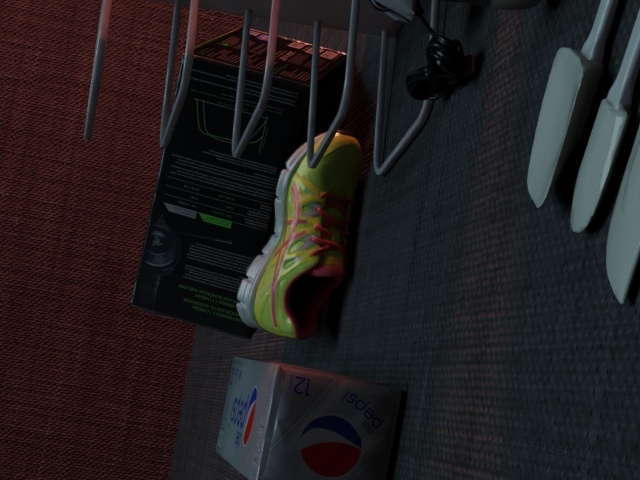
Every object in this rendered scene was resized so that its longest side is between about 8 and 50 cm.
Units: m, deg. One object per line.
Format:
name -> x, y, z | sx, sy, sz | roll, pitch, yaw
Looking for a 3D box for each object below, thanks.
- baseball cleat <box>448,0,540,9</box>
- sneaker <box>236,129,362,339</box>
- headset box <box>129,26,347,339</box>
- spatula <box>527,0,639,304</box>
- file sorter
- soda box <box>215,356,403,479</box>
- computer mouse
baseball cleat -> 0.107, -0.216, 0.802 | 0.072, 0.109, 0.206 | -108, 24, -50
sneaker -> 0.000, 0.000, 1.358 | 0.094, 0.081, 0.209 | 30, 103, 49
headset box -> -0.079, -0.058, 1.506 | 0.246, 0.131, 0.283 | -54, -22, -72
spatula -> 0.152, -0.111, 0.692 | 0.168, 0.019, 0.242 | -101, 24, -69
file sorter -> -0.050, -0.168, 1.208 | 0.193, 0.277, 0.173 | 127, 148, -70
soda box -> -0.016, 0.148, 1.168 | 0.286, 0.098, 0.091 | 163, 119, -79
computer mouse -> 0.039, -0.185, 1.045 | 0.042, 0.193, 0.106 | -35, 5, -7
